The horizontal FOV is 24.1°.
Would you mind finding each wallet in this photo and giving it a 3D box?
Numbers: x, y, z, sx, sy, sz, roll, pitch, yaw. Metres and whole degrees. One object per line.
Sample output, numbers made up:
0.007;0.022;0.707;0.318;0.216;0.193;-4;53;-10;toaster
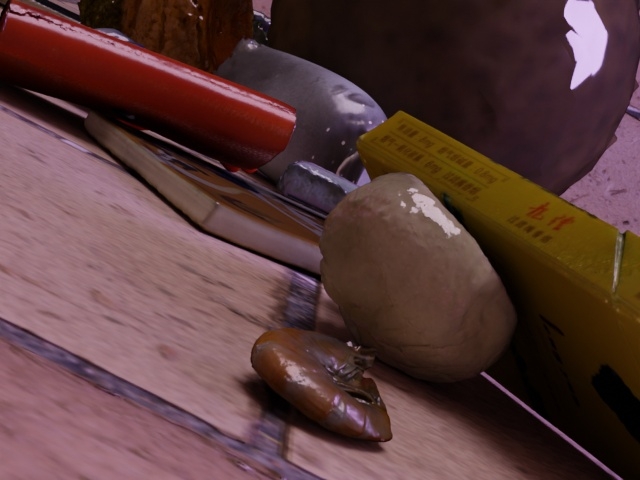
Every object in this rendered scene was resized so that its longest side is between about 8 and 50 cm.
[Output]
-0.128;-0.102;1.029;0.204;0.045;0.142;19;-7;-16;wallet

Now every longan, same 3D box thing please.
0.138;-0.194;1.491;0.391;0.391;0.391;27;6;-3;longan

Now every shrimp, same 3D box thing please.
0.008;0.057;0.572;0.059;0.023;0.108;40;10;21;shrimp

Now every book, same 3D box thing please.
-0.304;-0.268;1.871;0.269;0.025;0.191;23;7;-32;book
0.000;0.000;1.006;0.295;0.020;0.208;23;7;-35;book

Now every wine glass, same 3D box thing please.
-0.007;-0.094;1.309;0.204;0.111;0.111;36;10;33;wine glass

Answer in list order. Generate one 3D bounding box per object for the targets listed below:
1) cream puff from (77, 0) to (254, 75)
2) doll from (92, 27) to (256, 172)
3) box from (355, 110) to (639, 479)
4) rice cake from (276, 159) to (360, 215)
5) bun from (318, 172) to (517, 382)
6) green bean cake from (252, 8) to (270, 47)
-0.171;-0.220;1.562;0.169;0.183;0.183;3;-2;18;cream puff
-0.128;-0.109;1.167;0.194;0.062;0.104;32;4;-29;doll
0.117;0.040;0.744;0.279;0.041;0.153;37;-24;58;box
0.059;-0.008;1.084;0.207;0.033;0.033;24;15;-22;rice cake
0.041;0.022;0.726;0.115;0.069;0.115;51;-7;8;bun
-0.017;-0.172;1.829;0.255;0.132;0.241;27;6;-21;green bean cake
